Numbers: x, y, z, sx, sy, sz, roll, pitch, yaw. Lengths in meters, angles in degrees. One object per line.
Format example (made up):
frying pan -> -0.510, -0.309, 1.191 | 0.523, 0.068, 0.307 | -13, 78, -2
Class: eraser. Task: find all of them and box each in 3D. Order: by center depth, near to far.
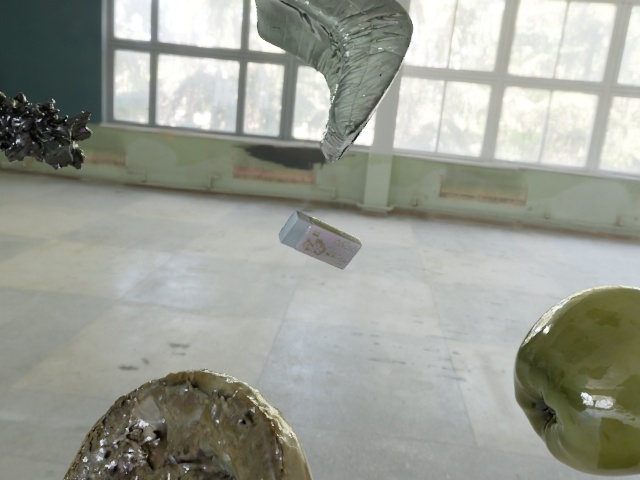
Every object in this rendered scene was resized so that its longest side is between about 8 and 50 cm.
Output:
eraser -> 0.000, 0.000, 0.610 | 0.083, 0.038, 0.019 | 23, 29, -29

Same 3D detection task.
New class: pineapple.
pineapple -> -0.509, -0.187, 0.817 | 0.361, 0.202, 0.202 | 12, 13, -8

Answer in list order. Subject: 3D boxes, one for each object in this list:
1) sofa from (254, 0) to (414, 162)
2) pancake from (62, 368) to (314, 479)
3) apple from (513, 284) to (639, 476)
sofa -> -0.011, -0.244, 0.773 | 0.225, 0.176, 0.210 | 33, -3, -4
pancake -> -0.146, 0.309, 0.550 | 0.386, 0.387, 0.082 | 18, -8, 42
apple -> 0.399, 0.189, 0.796 | 0.262, 0.263, 0.262 | 5, 14, -1
